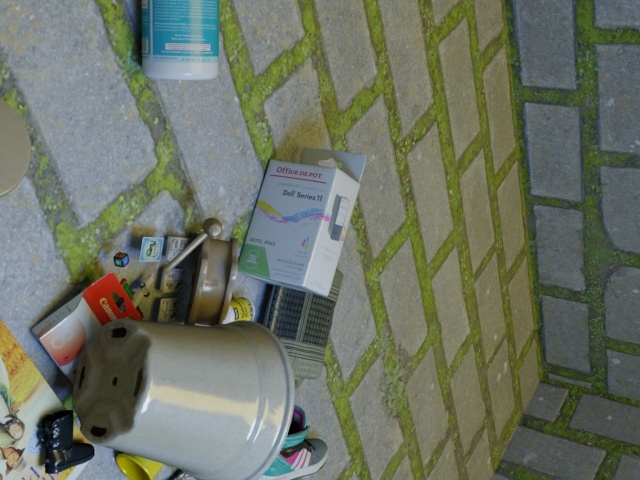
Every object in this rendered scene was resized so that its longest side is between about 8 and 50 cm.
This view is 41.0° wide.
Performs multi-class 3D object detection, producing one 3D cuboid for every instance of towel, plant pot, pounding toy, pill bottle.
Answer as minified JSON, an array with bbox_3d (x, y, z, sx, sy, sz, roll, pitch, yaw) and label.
[{"bbox_3d":[-0.057,0.200,2.194,0.324,0.056,0.312,25,76,-60],"label":"towel"},{"bbox_3d":[-0.271,0.280,1.584,0.305,0.333,0.334,23,79,-45],"label":"plant pot"},{"bbox_3d":[-0.557,-0.155,1.295,0.182,0.110,0.237,-24,90,-40],"label":"pounding toy"},{"bbox_3d":[-0.208,0.168,1.945,0.116,0.065,0.065,-10,107,-56],"label":"pill bottle"},{"bbox_3d":[-0.262,-0.437,1.604,0.146,0.146,0.264,-17,114,-55],"label":"pill bottle"},{"bbox_3d":[-0.259,0.064,1.807,0.154,0.154,0.270,-114,-143,-68],"label":"pounding toy"}]

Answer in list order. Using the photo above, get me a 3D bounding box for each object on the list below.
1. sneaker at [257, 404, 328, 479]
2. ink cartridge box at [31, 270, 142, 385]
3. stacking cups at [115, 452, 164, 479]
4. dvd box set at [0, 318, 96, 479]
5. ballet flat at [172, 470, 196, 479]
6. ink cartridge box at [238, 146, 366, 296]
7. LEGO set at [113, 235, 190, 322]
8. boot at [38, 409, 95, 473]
[{"bbox_3d":[-0.065,0.512,2.227,0.295,0.123,0.179,-3,111,-56],"label":"sneaker"},{"bbox_3d":[-0.420,0.165,1.582,0.179,0.045,0.145,-37,133,-18],"label":"ink cartridge box"},{"bbox_3d":[-0.298,0.380,1.835,0.316,0.096,0.096,-47,136,-39],"label":"stacking cups"},{"bbox_3d":[-0.570,0.345,1.422,0.308,0.062,0.421,-53,141,-35],"label":"dvd box set"},{"bbox_3d":[-0.320,0.575,1.877,0.241,0.077,0.091,-28,134,-51],"label":"ballet flat"},{"bbox_3d":[-0.042,-0.066,2.000,0.119,0.207,0.354,28,75,-54],"label":"ink cartridge box"},{"bbox_3d":[-0.354,0.078,1.723,0.244,0.060,0.183,3,97,-69],"label":"LEGO set"},{"bbox_3d":[-0.450,0.352,1.524,0.121,0.045,0.099,-11,101,-62],"label":"boot"}]
